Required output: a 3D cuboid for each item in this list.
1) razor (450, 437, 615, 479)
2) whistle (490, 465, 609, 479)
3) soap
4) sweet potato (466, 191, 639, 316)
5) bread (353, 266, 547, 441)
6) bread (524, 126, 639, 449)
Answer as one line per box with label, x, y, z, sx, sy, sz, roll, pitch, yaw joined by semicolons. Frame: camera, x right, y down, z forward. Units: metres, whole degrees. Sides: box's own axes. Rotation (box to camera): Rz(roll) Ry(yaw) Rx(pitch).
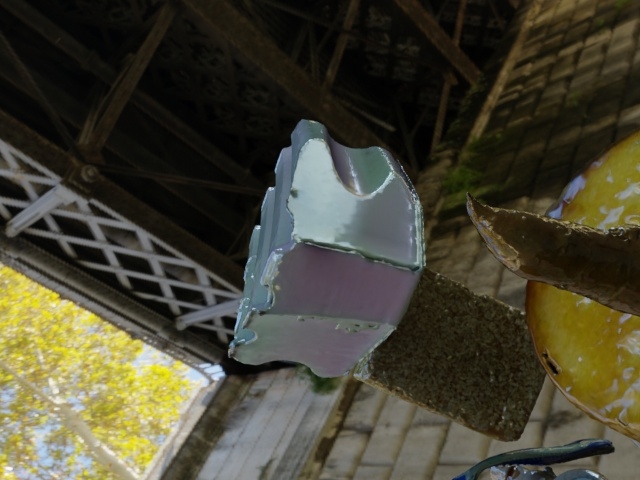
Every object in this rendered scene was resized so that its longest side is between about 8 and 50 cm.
razor;0.292;0.314;0.913;0.324;0.093;0.056;-8;-98;-26
whistle;0.324;0.355;0.899;0.057;0.220;0.107;48;-111;-24
soap;0.000;0.000;0.839;0.156;0.261;0.446;19;-162;-8
sweet potato;0.206;0.017;0.410;0.274;0.067;0.067;11;-113;-19
bread;0.188;0.157;0.911;0.234;0.110;0.184;24;-95;3
bread;0.401;0.048;0.688;0.215;0.398;0.397;21;-118;-27
